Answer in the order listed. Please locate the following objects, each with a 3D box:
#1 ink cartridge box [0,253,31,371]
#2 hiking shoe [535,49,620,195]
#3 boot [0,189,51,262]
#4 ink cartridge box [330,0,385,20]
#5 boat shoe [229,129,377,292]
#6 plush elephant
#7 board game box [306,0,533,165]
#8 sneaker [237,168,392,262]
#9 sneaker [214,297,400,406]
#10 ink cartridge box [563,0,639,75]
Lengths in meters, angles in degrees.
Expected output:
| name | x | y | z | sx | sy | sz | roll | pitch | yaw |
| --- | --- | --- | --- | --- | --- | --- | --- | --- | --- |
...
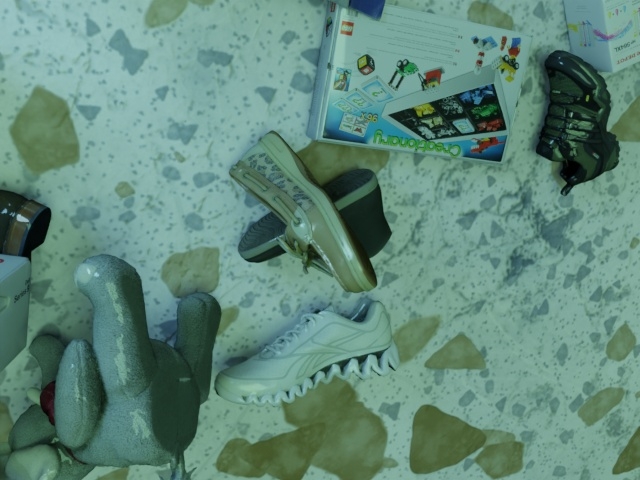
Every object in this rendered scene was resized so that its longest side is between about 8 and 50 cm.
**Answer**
| name | x | y | z | sx | sy | sz | roll | pitch | yaw |
| --- | --- | --- | --- | --- | --- | --- | --- | --- | --- |
| ink cartridge box | -0.485 | 0.082 | 0.741 | 0.288 | 0.211 | 0.122 | 8 | 105 | -2 |
| hiking shoe | 0.382 | -0.176 | 1.083 | 0.114 | 0.086 | 0.227 | -36 | 117 | -9 |
| boot | -0.423 | 0.029 | 0.881 | 0.106 | 0.082 | 0.219 | 28 | 105 | -2 |
| ink cartridge box | 0.011 | -0.413 | 0.861 | 0.223 | 0.045 | 0.224 | 14 | 90 | -21 |
| boat shoe | -0.024 | -0.026 | 0.891 | 0.089 | 0.285 | 0.105 | -35 | 138 | 0 |
| plush elephant | -0.286 | 0.207 | 0.899 | 0.255 | 0.272 | 0.330 | -9 | 78 | 19 |
| board game box | 0.142 | -0.220 | 0.999 | 0.305 | 0.053 | 0.193 | 5 | 105 | -21 |
| sneaker | 0.000 | 0.000 | 1.006 | 0.222 | 0.083 | 0.118 | -28 | 120 | -6 |
| sneaker | -0.021 | 0.162 | 1.048 | 0.292 | 0.110 | 0.119 | -12 | 104 | -25 |
| ink cartridge box | 0.434 | -0.318 | 1.052 | 0.092 | 0.090 | 0.143 | -25 | 114 | -11 |
